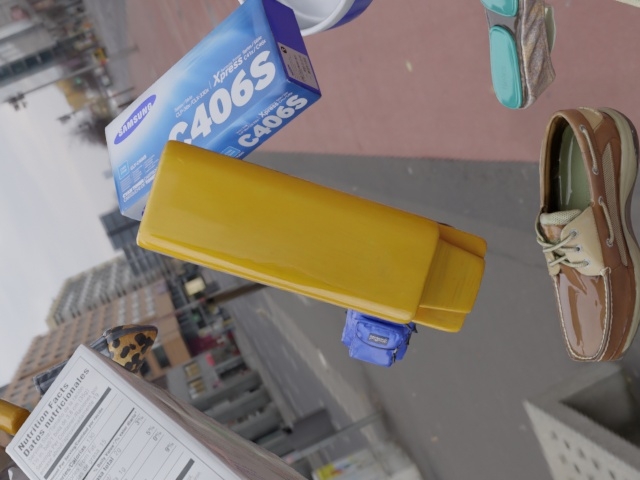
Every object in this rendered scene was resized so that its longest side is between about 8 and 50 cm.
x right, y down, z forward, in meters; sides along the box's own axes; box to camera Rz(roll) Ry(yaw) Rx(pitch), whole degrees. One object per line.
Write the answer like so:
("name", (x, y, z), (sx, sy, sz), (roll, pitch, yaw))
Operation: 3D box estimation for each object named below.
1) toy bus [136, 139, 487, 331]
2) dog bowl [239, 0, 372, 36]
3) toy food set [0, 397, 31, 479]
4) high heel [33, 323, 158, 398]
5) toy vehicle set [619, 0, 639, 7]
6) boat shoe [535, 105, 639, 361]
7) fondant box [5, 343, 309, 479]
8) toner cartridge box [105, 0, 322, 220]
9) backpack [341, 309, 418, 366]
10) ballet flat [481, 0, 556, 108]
("toy bus", (0.000, 0.000, 0.877), (0.130, 0.332, 0.108), (-159, 86, -83))
("dog bowl", (-0.026, -0.478, 1.494), (0.264, 0.104, 0.265), (13, 115, 31))
("toy food set", (-0.467, 0.343, 1.285), (0.104, 0.111, 0.232), (13, 118, 33))
("high heel", (-0.296, 0.229, 1.376), (0.093, 0.186, 0.261), (57, 172, 35))
("toy vehicle set", (0.300, -0.365, 0.852), (0.035, 0.166, 0.267), (-66, -9, -52))
("boat shoe", (0.321, -0.011, 1.129), (0.122, 0.119, 0.324), (-12, 75, 55))
("fondant box", (-0.025, 0.212, 0.586), (0.330, 0.096, 0.238), (26, 168, 46))
("toner cartridge box", (-0.165, -0.181, 1.289), (0.075, 0.348, 0.165), (19, -135, -47))
("backpack", (0.085, 0.099, 1.189), (0.101, 0.098, 0.120), (-81, 5, -51))
("ballet flat", (0.289, -0.339, 1.299), (0.107, 0.106, 0.316), (43, 159, 42))
